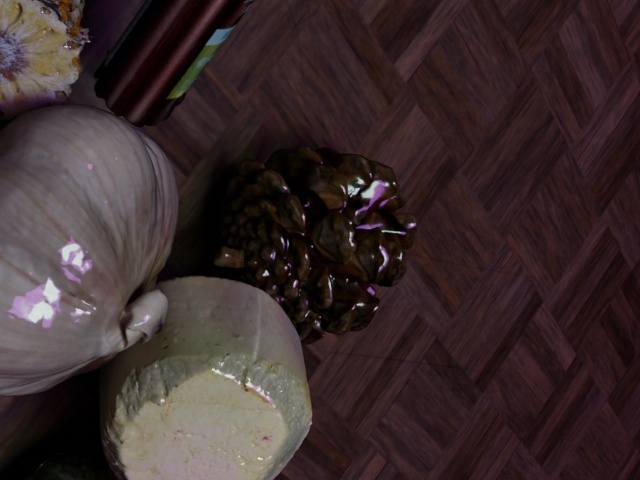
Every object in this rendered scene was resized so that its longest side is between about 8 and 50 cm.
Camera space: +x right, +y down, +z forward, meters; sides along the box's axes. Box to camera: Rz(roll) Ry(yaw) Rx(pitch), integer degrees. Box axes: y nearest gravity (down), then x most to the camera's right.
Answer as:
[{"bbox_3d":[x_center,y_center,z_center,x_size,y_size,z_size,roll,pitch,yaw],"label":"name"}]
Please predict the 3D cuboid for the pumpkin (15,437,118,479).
[{"bbox_3d":[-0.254,0.376,1.260,0.320,0.192,0.320,-19,120,-36],"label":"pumpkin"}]

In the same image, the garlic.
[{"bbox_3d":[-0.266,0.017,1.054,0.322,0.322,0.241,-38,98,-27],"label":"garlic"}]

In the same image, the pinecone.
[{"bbox_3d":[0.000,0.000,1.322,0.309,0.244,0.244,-26,125,-47],"label":"pinecone"}]

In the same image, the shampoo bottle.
[{"bbox_3d":[-0.084,-0.248,0.977,0.323,0.084,0.129,-48,-174,25],"label":"shampoo bottle"}]

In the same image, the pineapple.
[{"bbox_3d":[-0.297,-0.218,1.019,0.162,0.136,0.176,-22,134,18],"label":"pineapple"}]

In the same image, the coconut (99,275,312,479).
[{"bbox_3d":[-0.128,0.158,1.196,0.239,0.244,0.239,-3,116,-5],"label":"coconut"}]
